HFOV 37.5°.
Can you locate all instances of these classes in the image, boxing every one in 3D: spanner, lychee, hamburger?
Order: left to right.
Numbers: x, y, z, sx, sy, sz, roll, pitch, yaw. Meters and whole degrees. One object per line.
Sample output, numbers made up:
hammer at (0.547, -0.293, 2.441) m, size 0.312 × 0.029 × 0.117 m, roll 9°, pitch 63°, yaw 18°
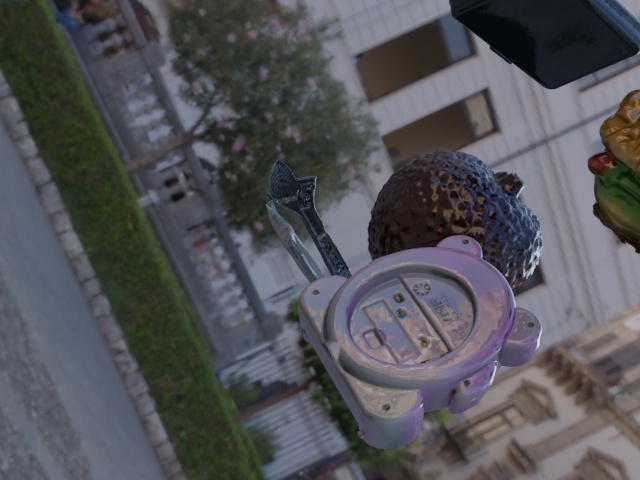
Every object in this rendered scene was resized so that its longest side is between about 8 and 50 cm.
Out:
spanner at (0.000, 0.000, 1.565) m, size 0.026 × 0.093 × 0.325 m, roll 13°, pitch -43°, yaw 55°
lychee at (0.199, -0.012, 1.418) m, size 0.260 × 0.260 × 0.261 m, roll 155°, pitch -90°, yaw -85°
hamburger at (0.408, -0.091, 1.027) m, size 0.237 × 0.237 × 0.149 m, roll -122°, pitch -157°, yaw -52°

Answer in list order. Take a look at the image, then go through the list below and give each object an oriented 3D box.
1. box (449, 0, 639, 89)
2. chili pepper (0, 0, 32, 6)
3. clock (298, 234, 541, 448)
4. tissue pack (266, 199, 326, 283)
box at (0.292, -0.283, 1.204) m, size 0.230 × 0.160 × 0.050 m, roll 25°, pitch 58°, yaw -37°
chili pepper at (-0.383, -0.280, 1.035) m, size 0.253 × 0.099 × 0.083 m, roll 12°, pitch -33°, yaw 48°
clock at (0.117, 0.107, 1.128) m, size 0.228 × 0.247 × 0.090 m, roll 57°, pitch -16°, yaw 37°
tissue pack at (-0.034, 0.016, 1.408) m, size 0.123 × 0.026 × 0.193 m, roll 56°, pitch -2°, yaw -23°
